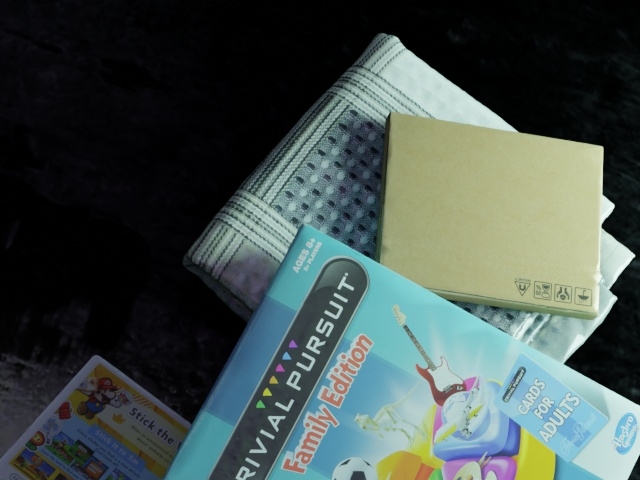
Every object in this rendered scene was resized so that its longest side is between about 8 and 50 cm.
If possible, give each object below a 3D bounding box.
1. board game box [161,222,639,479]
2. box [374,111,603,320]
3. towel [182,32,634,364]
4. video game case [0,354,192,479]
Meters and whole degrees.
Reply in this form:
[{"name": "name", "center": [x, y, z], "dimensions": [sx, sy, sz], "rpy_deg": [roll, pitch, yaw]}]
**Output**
[{"name": "board game box", "center": [0.070, 0.179, 1.636], "dimensions": [0.336, 0.079, 0.254], "rpy_deg": [29, 73, -1]}, {"name": "box", "center": [0.151, -0.022, 1.754], "dimensions": [0.201, 0.021, 0.164], "rpy_deg": [9, 68, -9]}, {"name": "towel", "center": [0.090, 0.012, 1.759], "dimensions": [0.324, 0.056, 0.312], "rpy_deg": [40, 64, 2]}, {"name": "video game case", "center": [-0.164, 0.234, 1.649], "dimensions": [0.227, 0.026, 0.206], "rpy_deg": [35, 63, 11]}]
